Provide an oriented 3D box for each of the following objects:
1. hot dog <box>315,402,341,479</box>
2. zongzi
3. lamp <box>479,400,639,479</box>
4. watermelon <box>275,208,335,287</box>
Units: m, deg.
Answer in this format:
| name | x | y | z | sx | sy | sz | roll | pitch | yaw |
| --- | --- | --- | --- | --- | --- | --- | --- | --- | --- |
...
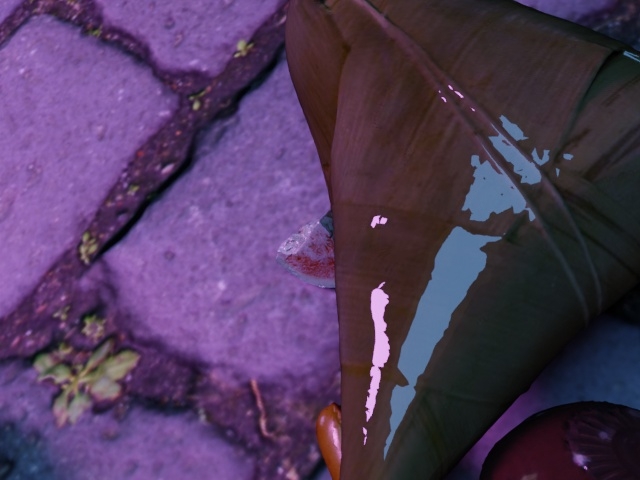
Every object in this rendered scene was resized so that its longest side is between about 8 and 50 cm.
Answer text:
| name | x | y | z | sx | sy | sz | roll | pitch | yaw |
| --- | --- | --- | --- | --- | --- | --- | --- | --- | --- |
| hot dog | 0.044 | 0.181 | 0.626 | 0.055 | 0.072 | 0.188 | -42 | 53 | 21 |
| zongzi | 0.018 | -0.050 | 0.681 | 0.418 | 0.181 | 0.447 | -45 | 54 | -14 |
| lamp | 0.165 | 0.173 | 0.549 | 0.156 | 0.134 | 0.157 | 3 | 33 | -25 |
| watermelon | 0.000 | 0.000 | 0.745 | 0.085 | 0.061 | 0.085 | -8 | 59 | 13 |
